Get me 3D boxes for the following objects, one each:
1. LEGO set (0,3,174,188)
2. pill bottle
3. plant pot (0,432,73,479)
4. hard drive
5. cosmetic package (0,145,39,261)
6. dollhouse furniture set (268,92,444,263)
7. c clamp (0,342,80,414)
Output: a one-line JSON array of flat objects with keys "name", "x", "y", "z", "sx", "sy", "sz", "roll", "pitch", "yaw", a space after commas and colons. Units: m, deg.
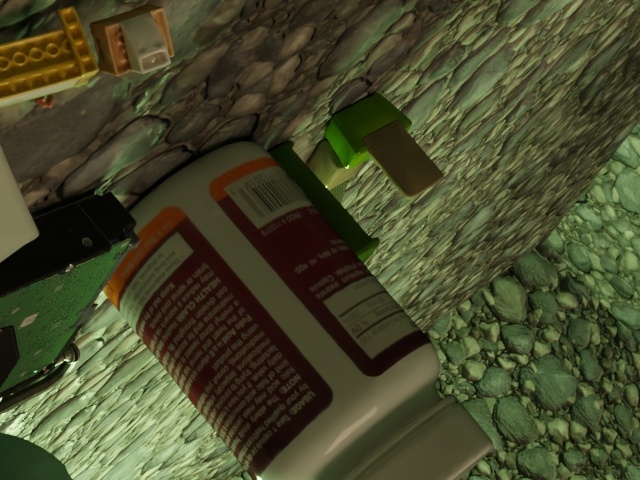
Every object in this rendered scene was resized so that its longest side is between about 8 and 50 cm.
[{"name": "LEGO set", "x": -0.221, "y": -0.060, "z": 0.981, "sx": 0.287, "sy": 0.132, "sz": 0.107, "roll": -60, "pitch": -165, "yaw": -25}, {"name": "pill bottle", "x": -0.024, "y": 0.113, "z": 1.490, "sx": 0.224, "sy": 0.392, "sz": 0.224, "roll": -38, "pitch": 168, "yaw": -10}, {"name": "plant pot", "x": -0.392, "y": 0.350, "z": 1.465, "sx": 0.341, "sy": 0.341, "sz": 0.334, "roll": -44, "pitch": 176, "yaw": 18}, {"name": "hard drive", "x": -0.326, "y": 0.090, "z": 1.280, "sx": 0.339, "sy": 0.064, "sz": 0.237, "roll": -26, "pitch": 161, "yaw": -47}, {"name": "cosmetic package", "x": -0.273, "y": -0.056, "z": 0.702, "sx": 0.197, "sy": 0.155, "sz": 0.365, "roll": -37, "pitch": 168, "yaw": -14}, {"name": "dollhouse furniture set", "x": 0.000, "y": 0.000, "z": 1.735, "sx": 0.197, "sy": 0.151, "sz": 0.301, "roll": -31, "pitch": 165, "yaw": -37}, {"name": "c clamp", "x": -0.317, "y": 0.153, "z": 1.630, "sx": 0.161, "sy": 0.022, "sz": 0.137, "roll": -25, "pitch": 160, "yaw": -50}]
